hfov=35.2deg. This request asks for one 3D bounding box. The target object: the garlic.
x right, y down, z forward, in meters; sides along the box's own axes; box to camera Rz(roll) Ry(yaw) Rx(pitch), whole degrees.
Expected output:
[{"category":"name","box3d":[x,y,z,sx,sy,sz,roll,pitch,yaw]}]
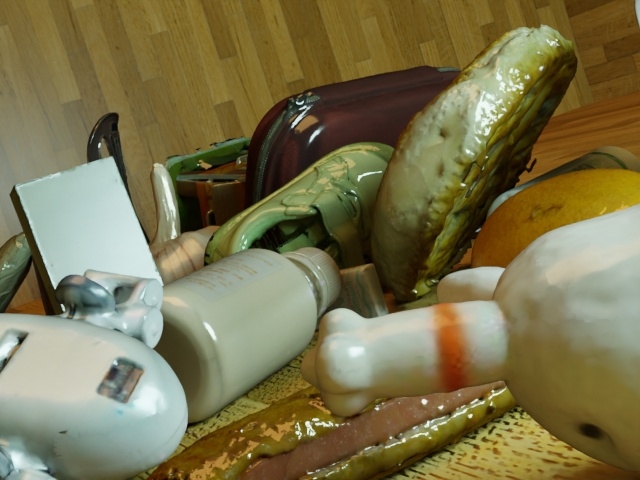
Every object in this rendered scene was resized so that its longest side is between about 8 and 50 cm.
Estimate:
[{"category":"garlic","box3d":[-0.183,0.007,1.308,0.199,0.226,0.199,-16,1,0]}]

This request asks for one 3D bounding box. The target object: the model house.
[{"category":"model house","box3d":[-0.019,-0.043,1.612,0.313,0.242,0.358,7,18,36]}]

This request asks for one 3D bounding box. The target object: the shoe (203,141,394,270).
[{"category":"shoe","box3d":[-0.001,-0.001,1.116,0.262,0.140,0.128,-26,24,-5]}]

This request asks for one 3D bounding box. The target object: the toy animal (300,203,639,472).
[{"category":"toy animal","box3d":[0.147,0.044,0.422,0.282,0.138,0.140,-24,-4,17]}]

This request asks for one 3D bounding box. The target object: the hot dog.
[{"category":"hot dog","box3d":[0.025,0.102,0.572,0.286,0.061,0.088,-20,-6,-27]}]

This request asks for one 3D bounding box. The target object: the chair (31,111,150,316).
[{"category":"chair","box3d":[-0.361,-0.018,1.580,0.183,0.326,0.175,-16,7,3]}]

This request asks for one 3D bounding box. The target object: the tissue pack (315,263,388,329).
[{"category":"tissue pack","box3d":[0.013,0.060,1.019,0.108,0.056,0.023,-15,6,36]}]

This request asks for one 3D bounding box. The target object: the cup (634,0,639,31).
[{"category":"cup","box3d":[0.400,-0.113,0.818,0.258,0.219,0.289,-15,36,21]}]

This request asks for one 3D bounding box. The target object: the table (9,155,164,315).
[{"category":"table","box3d":[-0.266,0.042,1.182,0.122,0.240,0.111,-20,-5,-26]}]

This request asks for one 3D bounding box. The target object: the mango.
[{"category":"mango","box3d":[0.193,0.002,0.751,0.141,0.102,0.217,-15,6,-16]}]

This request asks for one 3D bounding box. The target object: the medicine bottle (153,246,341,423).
[{"category":"medicine bottle","box3d":[-0.065,0.067,0.900,0.114,0.114,0.252,-14,7,32]}]

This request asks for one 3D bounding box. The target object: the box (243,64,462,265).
[{"category":"box","box3d":[0.070,-0.090,1.320,0.404,0.263,0.108,-17,35,-39]}]

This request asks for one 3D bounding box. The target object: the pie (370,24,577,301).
[{"category":"pie","box3d":[0.147,-0.079,0.997,0.315,0.092,0.315,-48,-17,-20]}]

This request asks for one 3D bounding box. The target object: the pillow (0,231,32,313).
[{"category":"pillow","box3d":[-0.547,0.114,1.613,0.280,0.076,0.274,-55,12,-16]}]

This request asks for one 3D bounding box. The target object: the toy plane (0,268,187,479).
[{"category":"toy plane","box3d":[-0.214,0.115,0.720,0.267,0.122,0.267,-10,40,9]}]

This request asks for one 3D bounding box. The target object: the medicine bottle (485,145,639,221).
[{"category":"medicine bottle","box3d":[0.253,-0.034,1.021,0.183,0.086,0.086,-23,7,-41]}]
